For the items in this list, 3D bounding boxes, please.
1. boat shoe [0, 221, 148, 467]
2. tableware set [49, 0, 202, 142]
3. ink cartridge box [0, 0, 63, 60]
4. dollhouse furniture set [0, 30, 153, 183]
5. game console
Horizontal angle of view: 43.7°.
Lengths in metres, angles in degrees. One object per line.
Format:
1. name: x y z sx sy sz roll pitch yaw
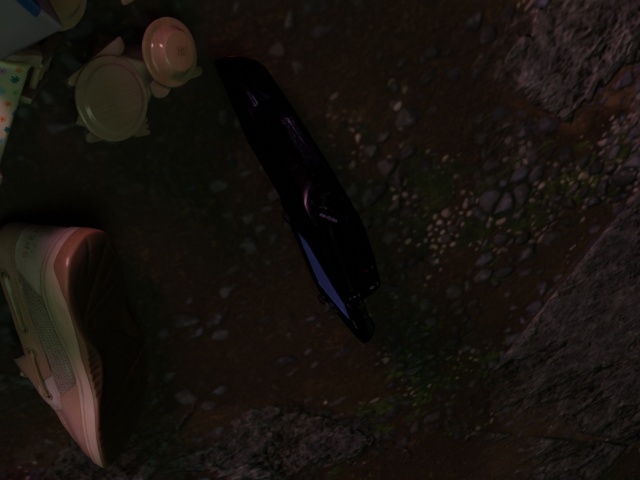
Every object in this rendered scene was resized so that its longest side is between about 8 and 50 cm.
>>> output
1. boat shoe: -0.246 0.107 0.793 0.098 0.109 0.302 11 131 14
2. tableware set: -0.150 -0.163 0.599 0.141 0.020 0.169 -42 125 -40
3. ink cartridge box: -0.240 -0.200 0.451 0.082 0.139 0.191 -27 98 -4
4. dollhouse furniture set: -0.230 -0.077 0.637 0.160 0.101 0.182 11 121 -33
5. game console: 0.000 0.000 0.757 0.044 0.213 0.361 -28 145 -4
